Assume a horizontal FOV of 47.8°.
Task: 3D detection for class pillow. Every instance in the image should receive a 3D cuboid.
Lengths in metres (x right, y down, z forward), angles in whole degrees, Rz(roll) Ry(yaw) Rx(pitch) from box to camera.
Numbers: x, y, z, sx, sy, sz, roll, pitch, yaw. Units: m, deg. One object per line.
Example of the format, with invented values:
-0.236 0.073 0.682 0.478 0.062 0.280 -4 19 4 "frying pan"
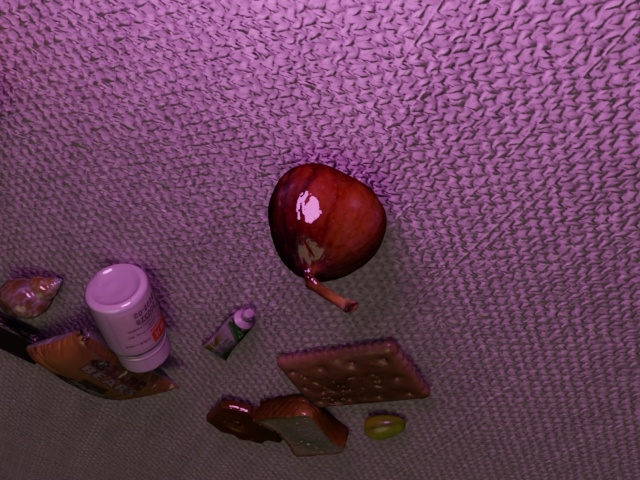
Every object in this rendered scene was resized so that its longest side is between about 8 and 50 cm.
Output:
-0.562 0.322 1.842 0.312 0.119 0.310 -18 132 42 "pillow"

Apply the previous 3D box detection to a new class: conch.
-0.698 0.132 1.703 0.116 0.106 0.173 20 163 -33 "conch"

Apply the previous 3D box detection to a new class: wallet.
-0.876 0.231 1.919 0.310 0.042 0.165 32 139 -16 "wallet"

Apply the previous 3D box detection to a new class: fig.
-0.007 0.001 1.194 0.204 0.249 0.186 35 147 -17 "fig"

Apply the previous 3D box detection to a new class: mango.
0.160 0.465 1.807 0.108 0.056 0.073 -13 136 15 "mango"

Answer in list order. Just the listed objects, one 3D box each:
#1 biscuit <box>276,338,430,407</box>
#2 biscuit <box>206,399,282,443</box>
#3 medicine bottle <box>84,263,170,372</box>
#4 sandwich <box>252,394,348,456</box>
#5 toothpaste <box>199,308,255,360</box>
0.073 0.320 1.684 0.325 0.044 0.217 -13 133 30 "biscuit"
-0.198 0.504 1.991 0.215 0.034 0.182 28 139 -15 "biscuit"
-0.428 0.180 1.627 0.145 0.144 0.252 8 136 12 "medicine bottle"
-0.046 0.490 1.897 0.186 0.065 0.214 -13 132 31 "sandwich"
-0.208 0.217 1.667 0.078 0.047 0.248 31 140 -9 "toothpaste"
